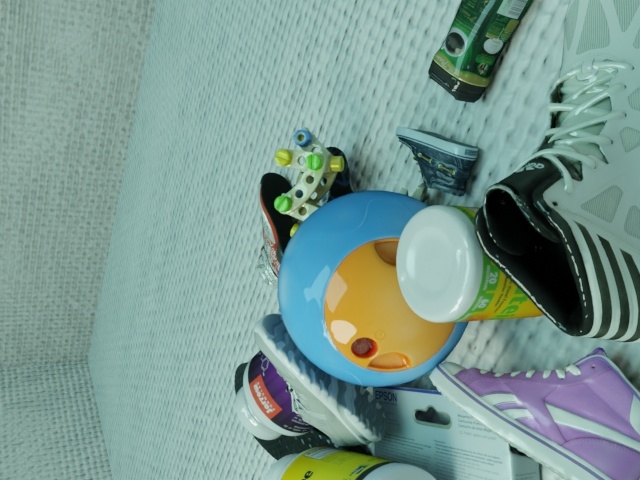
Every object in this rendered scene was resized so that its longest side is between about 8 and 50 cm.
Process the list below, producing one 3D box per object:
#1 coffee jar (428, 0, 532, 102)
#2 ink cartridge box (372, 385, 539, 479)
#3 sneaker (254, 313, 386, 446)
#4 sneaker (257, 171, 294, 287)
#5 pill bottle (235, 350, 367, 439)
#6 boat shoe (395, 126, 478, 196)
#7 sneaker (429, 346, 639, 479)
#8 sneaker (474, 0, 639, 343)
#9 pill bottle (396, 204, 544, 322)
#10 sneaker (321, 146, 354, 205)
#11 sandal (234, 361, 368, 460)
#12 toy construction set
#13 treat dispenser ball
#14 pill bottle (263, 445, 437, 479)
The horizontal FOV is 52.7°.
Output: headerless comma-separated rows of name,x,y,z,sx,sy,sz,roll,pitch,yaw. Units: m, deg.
coffee jar,0.236,-0.305,0.969,0.096,0.079,0.184,56,134,41
ink cartridge box,0.201,0.398,1.007,0.324,0.071,0.330,-13,74,58
sneaker,-0.020,0.241,1.042,0.115,0.281,0.105,-34,13,28
sneaker,-0.113,-0.020,1.529,0.145,0.090,0.270,-55,43,46
pill bottle,-0.021,0.243,1.210,0.323,0.181,0.181,-45,50,29
boat shoe,0.179,-0.134,1.070,0.183,0.065,0.083,36,117,53
sneaker,0.282,0.192,0.818,0.282,0.102,0.161,26,81,42
sneaker,0.293,-0.111,0.691,0.169,0.257,0.447,-21,71,57
pill bottle,0.229,0.029,0.802,0.136,0.245,0.136,-3,86,59
sneaker,0.041,-0.081,1.307,0.081,0.080,0.211,87,175,-84
sandal,-0.036,0.407,1.389,0.446,0.107,0.168,30,116,42
toy construction set,0.051,-0.064,1.181,0.327,0.151,0.215,25,99,32
treat dispenser ball,0.080,0.070,0.955,0.288,0.288,0.288,-5,85,59
pill bottle,0.036,0.433,1.030,0.334,0.188,0.188,-18,73,58
